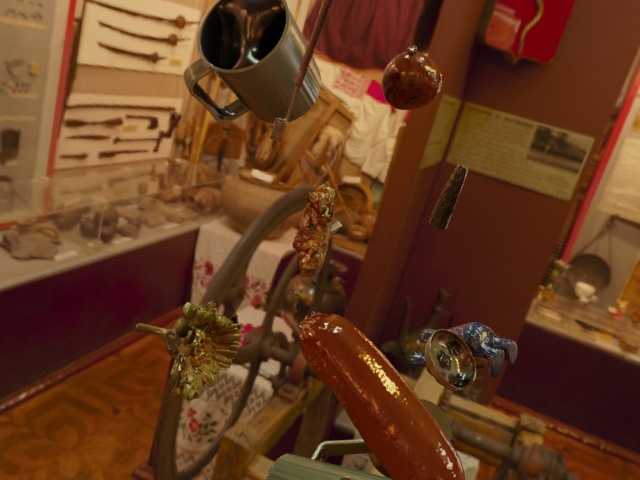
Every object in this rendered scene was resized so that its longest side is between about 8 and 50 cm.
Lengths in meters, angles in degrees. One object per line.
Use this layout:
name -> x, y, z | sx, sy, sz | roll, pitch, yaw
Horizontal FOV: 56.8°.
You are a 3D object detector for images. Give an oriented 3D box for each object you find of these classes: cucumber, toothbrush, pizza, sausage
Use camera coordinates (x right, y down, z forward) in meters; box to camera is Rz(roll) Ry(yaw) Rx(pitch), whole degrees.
cucumber -> 0.400, -0.141, 1.850 | 0.062, 0.211, 0.078 | 20, 22, 12
toothbrush -> -0.043, -0.367, 1.268 | 0.029, 0.353, 0.024 | 9, 34, -24
pizza -> -0.015, -0.031, 1.393 | 0.082, 0.228, 0.289 | 13, 18, 3
sausage -> 0.092, 0.245, 0.868 | 0.348, 0.094, 0.097 | 54, 38, 4

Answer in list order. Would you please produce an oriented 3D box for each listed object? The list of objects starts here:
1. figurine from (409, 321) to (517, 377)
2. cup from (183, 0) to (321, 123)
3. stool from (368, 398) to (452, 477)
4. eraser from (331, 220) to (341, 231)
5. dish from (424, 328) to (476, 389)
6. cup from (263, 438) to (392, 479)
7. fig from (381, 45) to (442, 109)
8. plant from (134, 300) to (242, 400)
figurine -> 0.357, 0.261, 1.500 | 0.263, 0.120, 0.164 | 2, 6, 31
cup -> -0.172, -0.468, 1.638 | 0.257, 0.331, 0.311 | 33, -4, 24
stool -> 0.310, 0.702, 2.084 | 0.179, 0.264, 0.179 | 25, 38, -21
eraser -> 0.000, 0.000, 2.005 | 0.104, 0.150, 0.023 | -30, 76, -43
dish -> 0.272, 0.279, 1.330 | 0.141, 0.078, 0.141 | 22, 48, -27
cup -> 0.056, 0.799, 1.764 | 0.393, 0.309, 0.401 | 10, 17, 24
fig -> 0.290, -0.521, 1.891 | 0.206, 0.205, 0.205 | 15, 17, -5
plant -> -0.346, 0.288, 1.657 | 0.262, 0.305, 0.297 | -5, 18, -35
